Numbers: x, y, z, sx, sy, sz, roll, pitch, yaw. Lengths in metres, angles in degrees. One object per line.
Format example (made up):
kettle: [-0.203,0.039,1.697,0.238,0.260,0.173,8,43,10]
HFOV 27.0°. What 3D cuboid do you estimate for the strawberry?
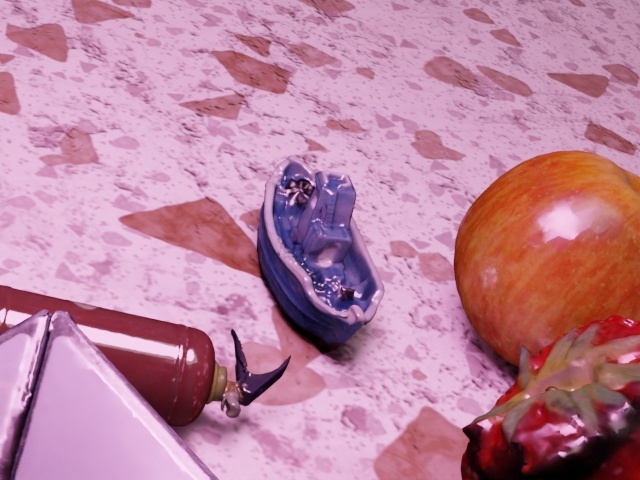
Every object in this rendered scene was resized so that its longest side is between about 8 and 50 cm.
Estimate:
strawberry: [0.285,0.240,1.288,0.292,0.309,0.291,-15,26,7]

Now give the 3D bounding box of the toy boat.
toy boat: [0.000,0.000,1.535,0.129,0.142,0.309,7,36,-23]

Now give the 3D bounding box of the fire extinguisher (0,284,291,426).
fire extinguisher: [-0.193,0.110,1.313,0.344,0.102,0.138,13,33,-13]

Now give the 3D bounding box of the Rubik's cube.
Rubik's cube: [-0.206,0.245,0.932,0.255,0.259,0.260,-32,61,-29]

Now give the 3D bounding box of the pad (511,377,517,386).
pad: [0.333,0.234,1.503,0.233,0.022,0.174,11,35,-18]

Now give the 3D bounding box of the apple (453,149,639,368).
apple: [0.315,0.029,1.563,0.309,0.250,0.277,-1,34,-35]
